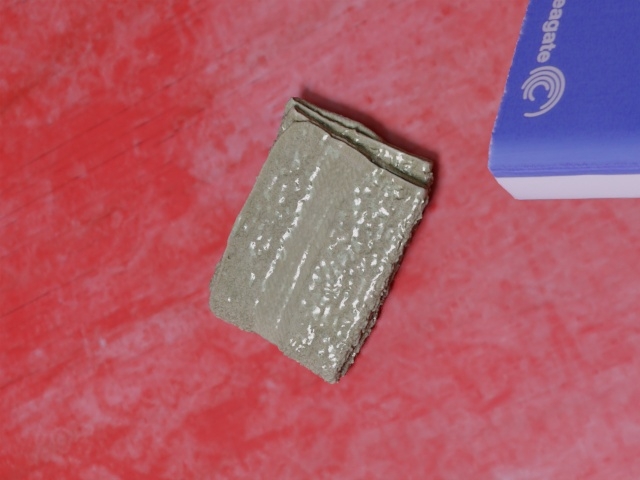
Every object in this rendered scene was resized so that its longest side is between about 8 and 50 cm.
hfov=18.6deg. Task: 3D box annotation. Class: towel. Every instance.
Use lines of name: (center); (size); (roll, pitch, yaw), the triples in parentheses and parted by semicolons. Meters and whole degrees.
towel: (0.000, 0.000, 1.151); (0.110, 0.027, 0.148); (30, 107, 23)

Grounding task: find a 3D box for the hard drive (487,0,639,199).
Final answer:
hard drive: (0.236, -0.118, 0.822); (0.319, 0.040, 0.210); (0, 63, 38)
